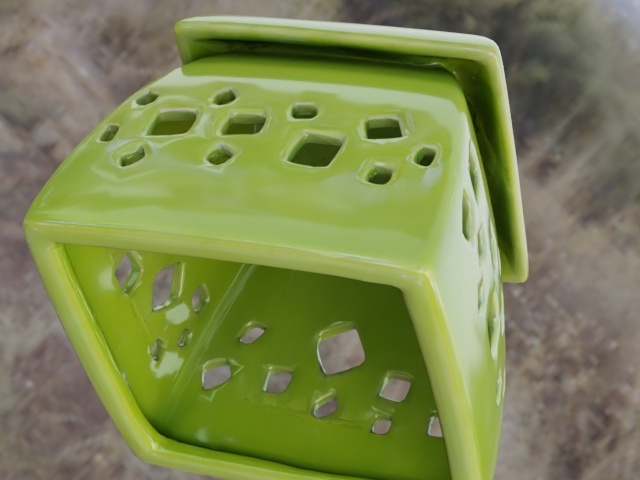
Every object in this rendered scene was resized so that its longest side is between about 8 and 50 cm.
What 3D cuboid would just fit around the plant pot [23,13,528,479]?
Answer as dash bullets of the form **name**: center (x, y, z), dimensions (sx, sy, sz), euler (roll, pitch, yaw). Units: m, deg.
- **plant pot**: center (0.000, 0.000, 0.911), dimensions (0.227, 0.228, 0.207), euler (75, 30, -47)
